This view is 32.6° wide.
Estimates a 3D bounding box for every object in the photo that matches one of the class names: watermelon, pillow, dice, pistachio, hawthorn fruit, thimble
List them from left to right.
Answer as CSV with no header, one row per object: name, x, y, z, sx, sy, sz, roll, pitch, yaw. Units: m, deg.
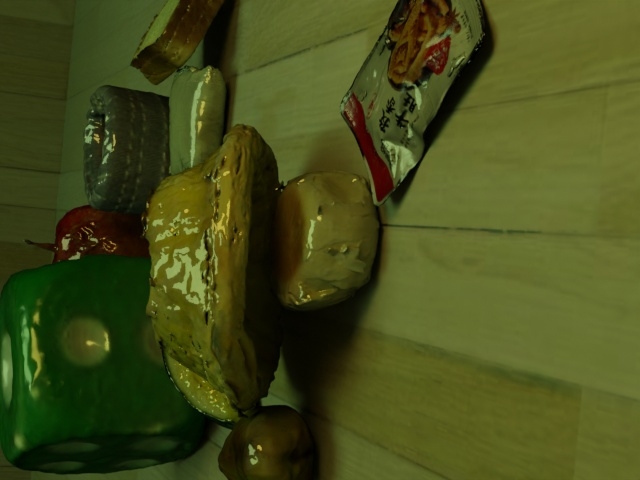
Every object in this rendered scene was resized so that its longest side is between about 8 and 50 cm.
hawthorn fruit,-0.429,0.022,2.026,0.207,0.243,0.207,-174,90,-66
dice,-0.336,0.194,1.687,0.297,0.300,0.287,134,133,-56
thimble,-0.311,-0.151,1.877,0.236,0.172,0.205,54,131,56
pillow,-0.194,-0.180,1.709,0.134,0.078,0.181,-168,84,-67
watermelon,-0.144,0.144,1.528,0.129,0.123,0.301,-28,52,26
pistachio,-0.056,0.241,1.249,0.189,0.100,0.110,134,160,-70

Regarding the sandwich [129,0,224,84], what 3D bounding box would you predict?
sandwich,-0.222,-0.350,1.751,0.186,0.065,0.215,-64,19,-17

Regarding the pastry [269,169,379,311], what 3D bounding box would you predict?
pastry,0.000,0.000,1.172,0.166,0.088,0.165,-174,90,-69

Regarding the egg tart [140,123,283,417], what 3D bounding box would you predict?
egg tart,-0.117,0.035,1.245,0.345,0.132,0.345,-2,-90,-84

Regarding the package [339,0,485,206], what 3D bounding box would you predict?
package,0.088,-0.159,1.066,0.239,0.030,0.154,119,146,-44
